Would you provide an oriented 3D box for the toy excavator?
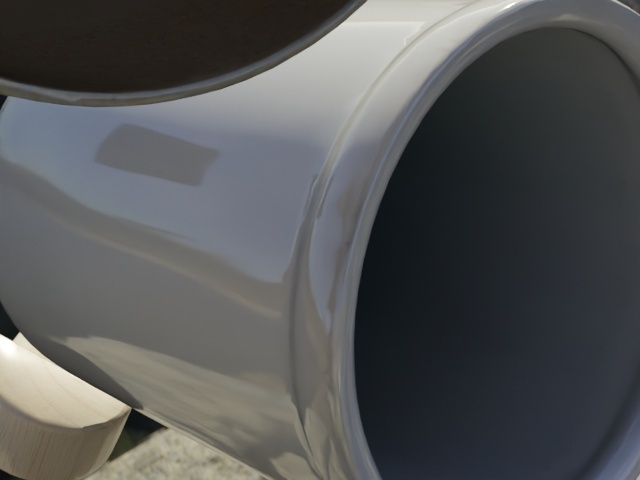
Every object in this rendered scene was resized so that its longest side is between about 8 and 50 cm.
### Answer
[{"bbox_3d":[-0.093,0.047,1.127,0.445,0.222,0.433,10,44,-19],"label":"toy excavator"}]

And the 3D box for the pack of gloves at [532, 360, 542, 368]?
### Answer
[{"bbox_3d":[0.194,0.192,0.920,0.046,0.195,0.232,-33,91,-22],"label":"pack of gloves"}]

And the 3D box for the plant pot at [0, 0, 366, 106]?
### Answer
[{"bbox_3d":[-0.101,-0.198,0.352,0.284,0.284,0.191,-42,40,-23],"label":"plant pot"}]

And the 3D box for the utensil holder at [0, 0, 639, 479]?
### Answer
[{"bbox_3d":[0.000,0.000,0.781,0.385,0.328,0.327,13,50,46],"label":"utensil holder"}]
